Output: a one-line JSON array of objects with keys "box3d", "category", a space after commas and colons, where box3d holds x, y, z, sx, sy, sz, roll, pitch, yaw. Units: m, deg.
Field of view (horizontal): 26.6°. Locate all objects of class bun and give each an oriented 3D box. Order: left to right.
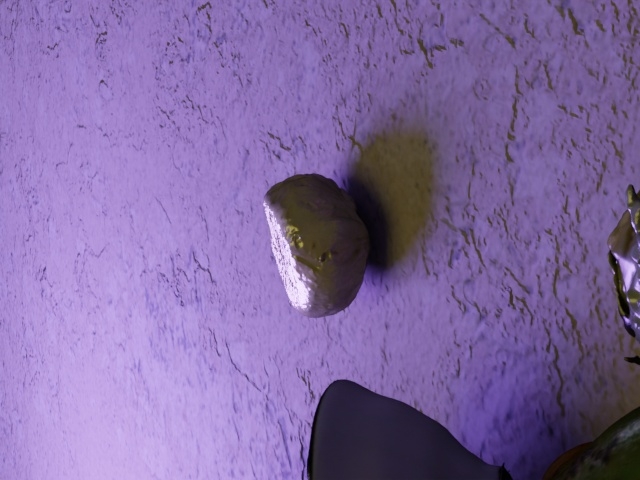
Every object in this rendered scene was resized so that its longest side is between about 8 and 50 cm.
[{"box3d": [0.000, 0.000, 1.030, 0.115, 0.069, 0.115, 166, 90, -81], "category": "bun"}]

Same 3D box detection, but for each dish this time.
[{"box3d": [0.087, 0.229, 0.809, 0.316, 0.106, 0.316, -14, -90, -78], "category": "dish"}]

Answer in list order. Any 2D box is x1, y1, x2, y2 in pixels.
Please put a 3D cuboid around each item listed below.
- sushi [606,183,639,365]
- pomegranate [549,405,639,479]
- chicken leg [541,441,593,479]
[{"box3d": [0.210, -0.001, 0.590, 0.291, 0.131, 0.139, 174, 87, -83], "category": "sushi"}, {"box3d": [0.184, 0.166, 0.584, 0.211, 0.263, 0.211, -1, 88, 19], "category": "pomegranate"}, {"box3d": [0.183, 0.237, 0.764, 0.107, 0.087, 0.251, -159, 57, -82], "category": "chicken leg"}]
